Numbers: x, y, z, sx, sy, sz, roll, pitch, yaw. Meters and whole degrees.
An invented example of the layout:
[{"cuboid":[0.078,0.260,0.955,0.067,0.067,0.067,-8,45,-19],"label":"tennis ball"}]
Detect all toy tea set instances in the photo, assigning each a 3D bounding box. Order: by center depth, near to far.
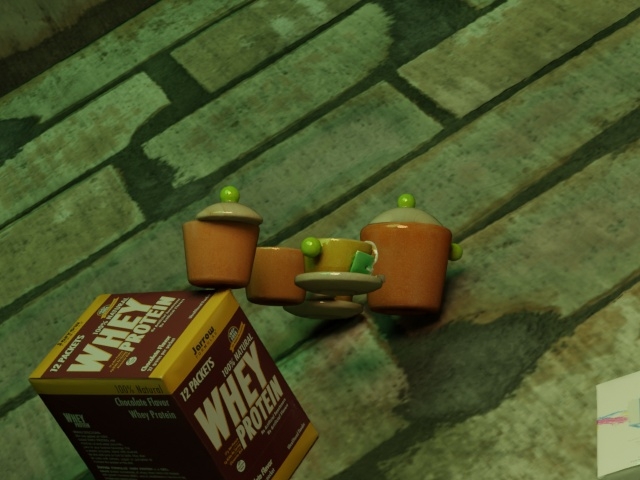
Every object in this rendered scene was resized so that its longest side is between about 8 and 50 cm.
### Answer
[{"cuboid":[0.000,0.000,1.907,0.200,0.336,0.124,-3,79,26],"label":"toy tea set"}]

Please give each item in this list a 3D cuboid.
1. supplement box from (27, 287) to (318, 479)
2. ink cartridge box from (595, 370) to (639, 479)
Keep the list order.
[{"cuboid":[-0.143,0.163,1.865,0.191,0.194,0.129,-4,37,41],"label":"supplement box"},{"cuboid":[0.284,0.169,1.556,0.090,0.092,0.143,-20,27,19],"label":"ink cartridge box"}]
